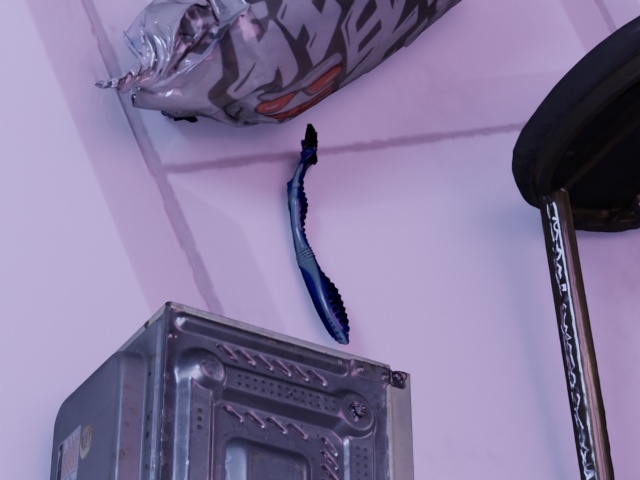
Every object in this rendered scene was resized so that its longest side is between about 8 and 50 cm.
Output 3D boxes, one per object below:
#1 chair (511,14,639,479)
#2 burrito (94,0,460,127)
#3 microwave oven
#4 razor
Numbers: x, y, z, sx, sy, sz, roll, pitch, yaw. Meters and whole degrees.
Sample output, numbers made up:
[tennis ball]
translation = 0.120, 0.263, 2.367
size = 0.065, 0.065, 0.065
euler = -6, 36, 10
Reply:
[chair]
translation = 0.344, 0.053, 1.240
size = 0.362, 0.364, 0.410
euler = -3, 59, -37
[burrito]
translation = -0.005, -0.172, 1.297
size = 0.139, 0.101, 0.445
euler = 52, 44, -3
[microwave oven]
translation = -0.052, 0.178, 1.004
size = 0.194, 0.145, 0.240
euler = 20, 52, -28
[razor]
translation = -0.005, 0.000, 1.235
size = 0.028, 0.044, 0.154
euler = -7, 66, -6
